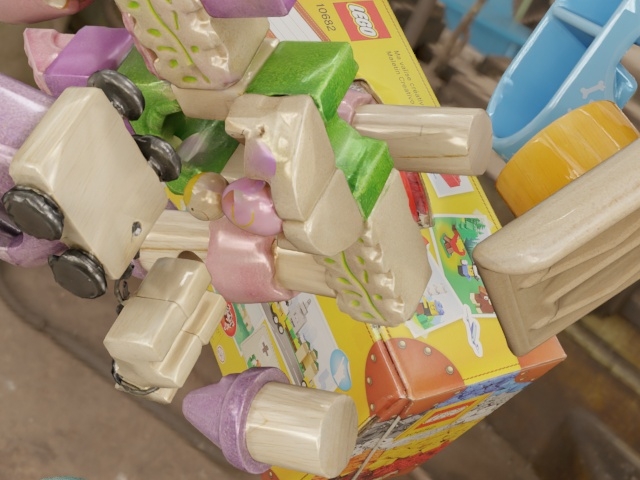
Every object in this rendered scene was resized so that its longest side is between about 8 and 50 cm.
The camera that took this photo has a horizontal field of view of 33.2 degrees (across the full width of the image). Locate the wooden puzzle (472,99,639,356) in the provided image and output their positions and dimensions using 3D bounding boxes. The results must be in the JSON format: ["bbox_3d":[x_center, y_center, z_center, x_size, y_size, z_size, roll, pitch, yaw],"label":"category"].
[{"bbox_3d":[0.240,-0.056,0.715,0.080,0.322,0.348,57,3,17],"label":"wooden puzzle"}]

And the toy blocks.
[{"bbox_3d":[-0.098,-0.054,0.562,0.260,0.289,0.309,7,52,29],"label":"toy blocks"}]

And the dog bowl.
[{"bbox_3d":[0.254,-0.179,0.962,0.074,0.297,0.166,30,15,-17],"label":"dog bowl"}]

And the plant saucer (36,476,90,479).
[{"bbox_3d":[-0.167,0.213,0.692,0.119,0.021,0.119,5,76,-21],"label":"plant saucer"}]

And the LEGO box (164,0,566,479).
[{"bbox_3d":[0.000,0.000,1.207,0.193,0.372,0.500,-11,66,-29],"label":"LEGO box"}]

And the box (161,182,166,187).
[{"bbox_3d":[-0.159,-0.128,1.096,0.101,0.087,0.102,51,22,-52],"label":"box"}]
